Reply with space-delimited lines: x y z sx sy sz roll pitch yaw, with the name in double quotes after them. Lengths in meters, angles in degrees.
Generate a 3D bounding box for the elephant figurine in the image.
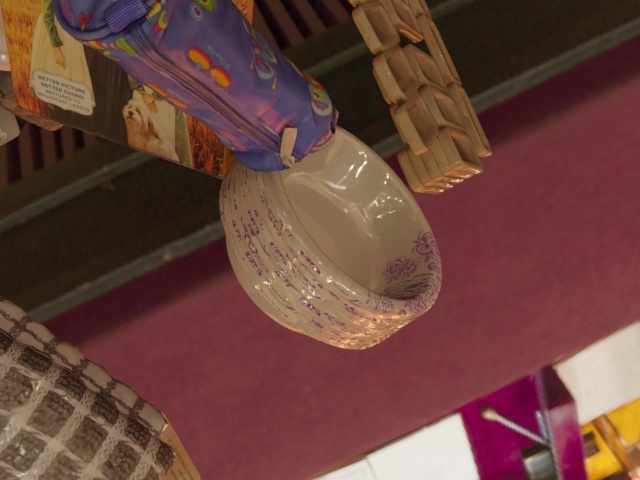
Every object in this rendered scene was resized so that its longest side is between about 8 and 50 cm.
-0.495 -0.321 1.463 0.169 0.239 0.186 -32 146 14 "elephant figurine"

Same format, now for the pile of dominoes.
0.035 -0.153 0.560 0.040 0.251 0.196 -27 170 23 "pile of dominoes"

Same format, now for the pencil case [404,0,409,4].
0.079 -0.452 1.321 0.206 0.086 0.088 44 113 0 "pencil case"

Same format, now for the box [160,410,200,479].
-0.319 0.365 1.082 0.311 0.121 0.147 -48 130 -35 "box"

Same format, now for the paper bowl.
0.000 0.000 1.004 0.284 0.284 0.148 26 131 -35 "paper bowl"

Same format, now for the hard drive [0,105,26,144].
-0.640 -0.326 1.622 0.054 0.172 0.254 -16 112 -6 "hard drive"

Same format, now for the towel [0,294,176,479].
-0.235 0.134 0.349 0.235 0.121 0.283 38 84 -14 "towel"

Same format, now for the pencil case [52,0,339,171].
-0.100 -0.162 0.761 0.119 0.133 0.306 -34 149 13 "pencil case"

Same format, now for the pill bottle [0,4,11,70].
-0.461 -0.341 1.234 0.131 0.229 0.131 -7 117 -14 "pill bottle"

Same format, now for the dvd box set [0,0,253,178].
-0.219 -0.291 0.914 0.308 0.062 0.420 20 133 12 "dvd box set"
